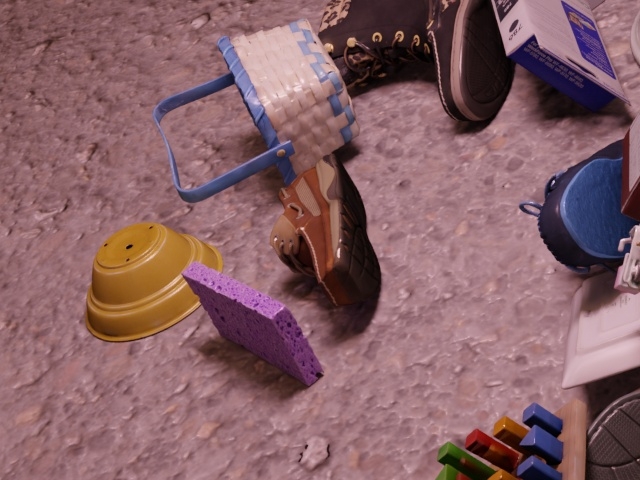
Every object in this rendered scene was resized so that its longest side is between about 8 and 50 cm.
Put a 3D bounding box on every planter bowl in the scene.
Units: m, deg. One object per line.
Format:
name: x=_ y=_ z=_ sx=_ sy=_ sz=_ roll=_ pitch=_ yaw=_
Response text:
planter bowl: x=-0.256 y=0.038 z=2.045 sx=0.217 sy=0.090 sz=0.217 roll=-18 pitch=32 yaw=12

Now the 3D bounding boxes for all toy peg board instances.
toy peg board: x=0.176 y=0.237 z=1.401 sx=0.160 sy=0.079 sz=0.161 roll=-47 pitch=18 yaw=36

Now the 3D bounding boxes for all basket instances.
basket: x=-0.101 y=-0.185 z=2.150 sx=0.289 sy=0.201 sz=0.255 roll=-21 pitch=42 yaw=-1

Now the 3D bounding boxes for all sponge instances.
sponge: x=-0.087 y=0.102 z=1.811 sx=0.031 sy=0.117 sz=0.210 roll=-41 pitch=35 yaw=-19

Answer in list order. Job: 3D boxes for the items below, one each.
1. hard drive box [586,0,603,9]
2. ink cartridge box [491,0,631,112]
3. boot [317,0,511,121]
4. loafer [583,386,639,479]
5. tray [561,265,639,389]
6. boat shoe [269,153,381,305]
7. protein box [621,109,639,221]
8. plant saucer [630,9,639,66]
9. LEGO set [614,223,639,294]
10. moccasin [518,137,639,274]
hard drive box: x=0.334 y=-0.464 z=2.279 sx=0.089 sy=0.181 sz=0.232 roll=-37 pitch=33 yaw=-18
ink cartridge box: x=0.331 y=-0.288 z=2.041 sx=0.065 sy=0.165 sz=0.332 roll=-51 pitch=21 yaw=26
boot: x=0.139 y=-0.300 z=2.217 sx=0.284 sy=0.138 sz=0.377 roll=-20 pitch=50 yaw=29
loafer: x=0.351 y=0.179 z=1.453 sx=0.267 sy=0.084 sz=0.096 roll=-38 pitch=78 yaw=-18
tray: x=0.330 y=0.076 z=1.555 sx=0.145 sy=0.030 sz=0.270 roll=-22 pitch=12 yaw=18
boat shoe: x=0.000 y=0.000 z=1.914 sx=0.120 sy=0.122 sz=0.324 roll=-26 pitch=24 yaw=9
protein box: x=0.450 y=-0.086 z=1.577 sx=0.200 sy=0.136 sz=0.201 roll=24 pitch=29 yaw=0
plant saucer: x=0.621 y=-0.356 z=2.004 sx=0.400 sy=0.100 sz=0.400 roll=-17 pitch=33 yaw=12
LEGO set: x=0.438 y=0.043 z=1.447 sx=0.107 sy=0.287 sz=0.132 roll=131 pitch=164 yaw=-86
moccasin: x=0.323 y=-0.029 z=1.690 sx=0.117 sy=0.137 sz=0.342 roll=-25 pitch=-1 yaw=32
